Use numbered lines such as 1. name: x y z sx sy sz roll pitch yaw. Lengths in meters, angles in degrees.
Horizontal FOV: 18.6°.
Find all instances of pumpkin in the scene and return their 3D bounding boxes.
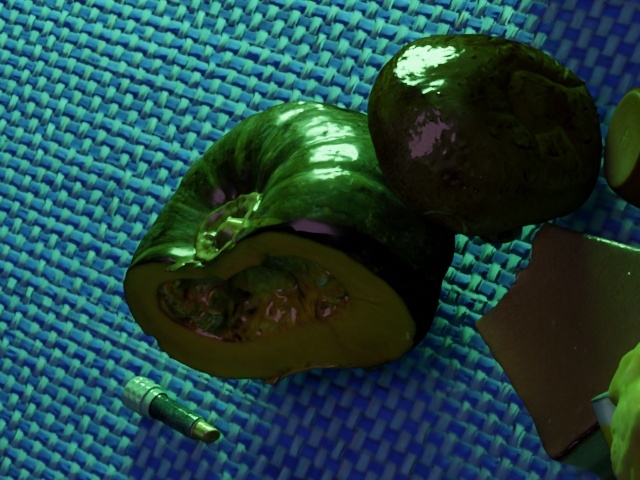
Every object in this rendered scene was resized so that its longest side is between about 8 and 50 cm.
1. pumpkin: 0.000 0.000 1.800 0.325 0.242 0.232 -8 39 41

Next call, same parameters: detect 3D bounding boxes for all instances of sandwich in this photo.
1. sandwich: 0.256 0.061 1.624 0.220 0.108 0.186 -40 54 19

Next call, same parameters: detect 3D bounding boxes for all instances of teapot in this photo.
1. teapot: 0.304 -0.078 1.654 0.116 0.116 0.173 -35 33 20

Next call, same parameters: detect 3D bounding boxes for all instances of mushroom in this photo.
1. mushroom: 0.148 -0.098 1.680 0.138 0.231 0.194 -26 89 41

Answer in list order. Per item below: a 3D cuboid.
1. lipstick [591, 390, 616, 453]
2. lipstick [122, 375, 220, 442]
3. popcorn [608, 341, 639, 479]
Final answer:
1. lipstick: 0.283 0.235 1.503 0.059 0.059 0.264 -24 85 27
2. lipstick: -0.145 0.172 1.926 0.116 0.037 0.037 27 89 36
3. popcorn: 0.375 0.182 1.309 0.390 0.354 0.344 40 119 21
